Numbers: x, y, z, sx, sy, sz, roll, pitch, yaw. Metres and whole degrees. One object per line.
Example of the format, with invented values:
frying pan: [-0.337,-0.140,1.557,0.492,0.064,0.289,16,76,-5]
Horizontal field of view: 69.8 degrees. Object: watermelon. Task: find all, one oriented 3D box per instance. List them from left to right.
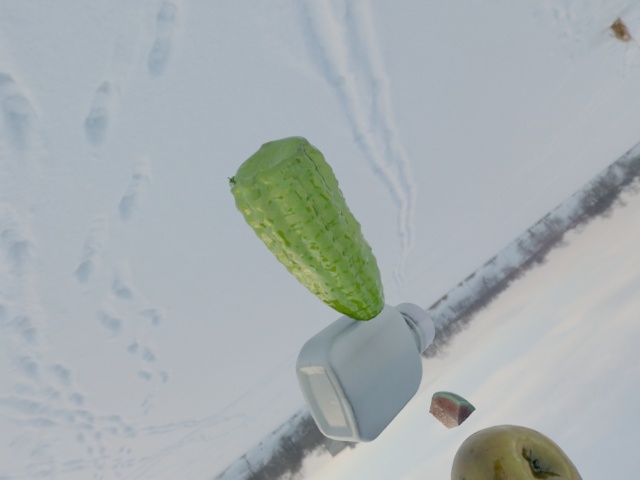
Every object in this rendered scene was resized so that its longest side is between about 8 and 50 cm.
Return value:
watermelon: [0.281,0.364,0.990,0.072,0.085,0.092,-54,133,-5]

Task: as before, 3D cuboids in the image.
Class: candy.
candy: [0.000,0.000,0.451,0.097,0.209,0.096,-30,-158,13]

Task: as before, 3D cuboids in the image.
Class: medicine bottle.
medicine bottle: [0.062,0.136,0.526,0.069,0.119,0.183,-21,-177,45]

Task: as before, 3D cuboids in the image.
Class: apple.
apple: [0.265,0.334,0.612,0.183,0.183,0.155,-27,135,-37]
